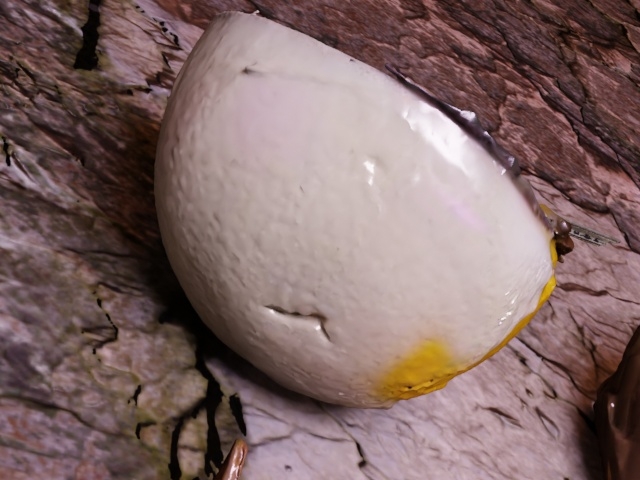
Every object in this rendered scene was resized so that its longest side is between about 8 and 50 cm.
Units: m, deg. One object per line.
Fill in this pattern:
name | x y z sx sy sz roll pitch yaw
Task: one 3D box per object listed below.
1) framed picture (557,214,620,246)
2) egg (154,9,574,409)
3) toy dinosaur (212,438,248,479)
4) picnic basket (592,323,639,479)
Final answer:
framed picture | 0.126 -0.053 1.006 0.217 0.017 0.274 19 5 -18
egg | 0.000 0.000 0.757 0.337 0.201 0.337 33 -9 6
toy dinosaur | -0.220 0.101 0.426 0.327 0.113 0.206 24 19 10
picnic basket | 0.409 0.147 0.820 0.337 0.337 0.293 27 33 -9
